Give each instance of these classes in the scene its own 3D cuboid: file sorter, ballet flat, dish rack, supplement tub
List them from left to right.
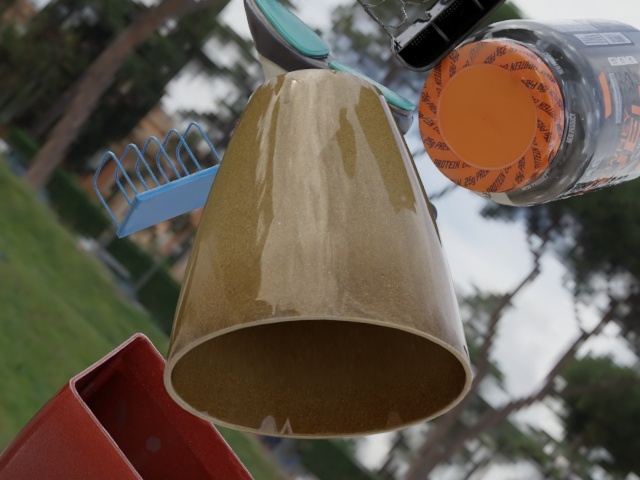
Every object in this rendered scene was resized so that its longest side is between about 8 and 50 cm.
[{"bbox_3d":[-0.251,-0.099,2.693,0.104,0.170,0.118,58,-33,15],"label":"file sorter"},{"bbox_3d":[-0.007,-0.144,1.545,0.203,0.074,0.074,39,-9,20],"label":"ballet flat"},{"bbox_3d":[0.085,-0.340,1.829,0.271,0.208,0.074,46,3,-17],"label":"dish rack"},{"bbox_3d":[0.261,-0.149,1.973,0.207,0.207,0.338,38,25,22],"label":"supplement tub"}]

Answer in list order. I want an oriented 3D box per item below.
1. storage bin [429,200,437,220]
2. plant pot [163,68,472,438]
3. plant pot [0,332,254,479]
[{"bbox_3d":[0.113,-0.013,2.751,0.098,0.135,0.091,36,-11,-24],"label":"storage bin"},{"bbox_3d":[0.000,0.000,1.388,0.237,0.254,0.237,1,-28,0],"label":"plant pot"},{"bbox_3d":[-0.264,0.310,2.101,0.267,0.236,0.267,53,17,0],"label":"plant pot"}]
